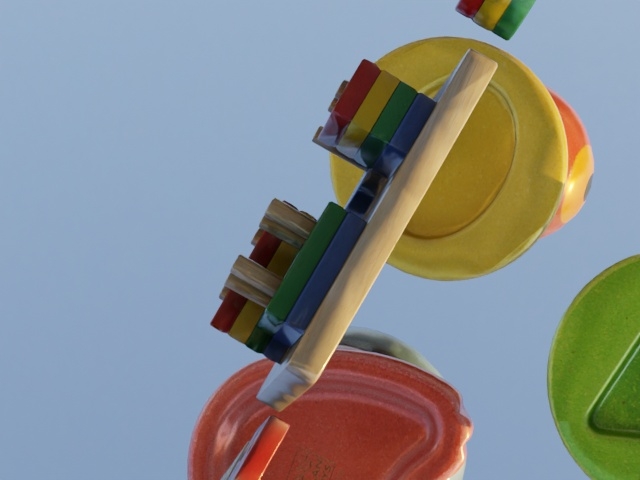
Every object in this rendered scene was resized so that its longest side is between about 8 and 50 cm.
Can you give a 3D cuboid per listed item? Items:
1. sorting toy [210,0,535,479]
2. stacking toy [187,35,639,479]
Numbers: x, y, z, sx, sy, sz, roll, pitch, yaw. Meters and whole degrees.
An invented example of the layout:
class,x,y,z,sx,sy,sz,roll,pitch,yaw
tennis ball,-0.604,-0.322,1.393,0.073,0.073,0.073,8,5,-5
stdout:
class,x,y,z,sx,sy,sz,roll,pitch,yaw
sorting toy,0.000,0.000,0.747,0.046,0.132,0.274,30,-101,-1
stacking toy,0.101,0.076,1.032,0.279,0.309,0.130,32,-166,13
